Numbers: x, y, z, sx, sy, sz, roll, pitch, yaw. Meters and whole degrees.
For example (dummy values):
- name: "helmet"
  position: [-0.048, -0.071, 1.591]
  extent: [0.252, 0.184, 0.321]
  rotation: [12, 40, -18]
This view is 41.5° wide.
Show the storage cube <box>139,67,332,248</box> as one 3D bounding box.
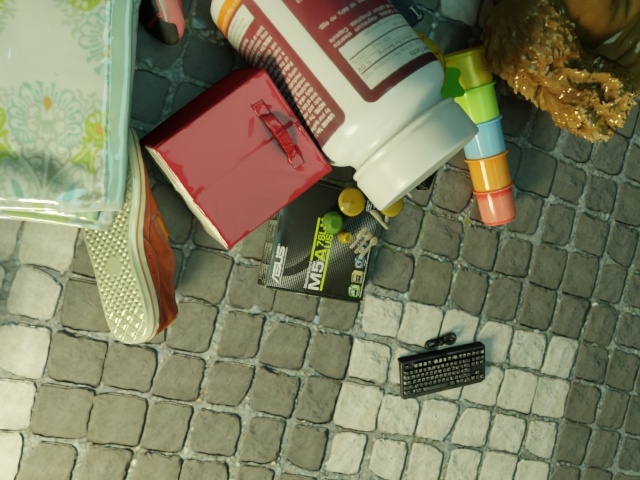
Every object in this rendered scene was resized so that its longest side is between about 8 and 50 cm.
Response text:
- name: "storage cube"
  position: [-0.132, -0.126, 1.260]
  extent: [0.193, 0.215, 0.183]
  rotation: [-38, 109, -9]

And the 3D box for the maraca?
- name: "maraca"
  position: [0.162, -0.274, 1.392]
  extent: [0.186, 0.099, 0.127]
  rotation: [31, 74, -23]

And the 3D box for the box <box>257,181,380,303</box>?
- name: "box"
  position: [0.000, 0.000, 1.416]
  extent: [0.184, 0.045, 0.190]
  rotation: [12, 89, -28]

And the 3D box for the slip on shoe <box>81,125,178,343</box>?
- name: "slip on shoe"
  position: [-0.282, -0.014, 1.266]
  extent: [0.101, 0.123, 0.331]
  rotation: [-13, 93, -61]

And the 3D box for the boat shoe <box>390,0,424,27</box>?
- name: "boat shoe"
  position: [0.096, -0.420, 1.346]
  extent: [0.079, 0.095, 0.254]
  rotation: [-37, 136, 5]

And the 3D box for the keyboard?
- name: "keyboard"
  position: [0.225, 0.225, 1.549]
  extent: [0.180, 0.023, 0.108]
  rotation: [-8, 98, -24]

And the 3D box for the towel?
- name: "towel"
  position: [-0.414, -0.209, 1.142]
  extent: [0.321, 0.090, 0.374]
  rotation: [5, 93, -7]

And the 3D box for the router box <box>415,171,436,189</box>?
- name: "router box"
  position: [0.133, -0.182, 1.458]
  extent: [0.179, 0.046, 0.133]
  rotation: [26, 82, -24]

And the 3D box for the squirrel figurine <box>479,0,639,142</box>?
- name: "squirrel figurine"
  position: [0.464, -0.346, 1.482]
  extent: [0.370, 0.281, 0.396]
  rotation: [43, 65, -37]

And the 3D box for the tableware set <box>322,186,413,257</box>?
- name: "tableware set"
  position: [0.076, -0.055, 1.414]
  extent: [0.104, 0.024, 0.154]
  rotation: [44, 76, -18]

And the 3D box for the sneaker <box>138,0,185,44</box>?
- name: "sneaker"
  position: [-0.227, -0.449, 1.236]
  extent: [0.136, 0.116, 0.313]
  rotation: [-18, 102, -23]

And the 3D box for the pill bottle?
- name: "pill bottle"
  position: [0.040, -0.253, 1.247]
  extent: [0.224, 0.224, 0.392]
  rotation: [-37, 86, -17]

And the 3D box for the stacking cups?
- name: "stacking cups"
  position: [0.284, -0.181, 1.502]
  extent: [0.096, 0.096, 0.316]
  rotation: [-19, 103, -22]
